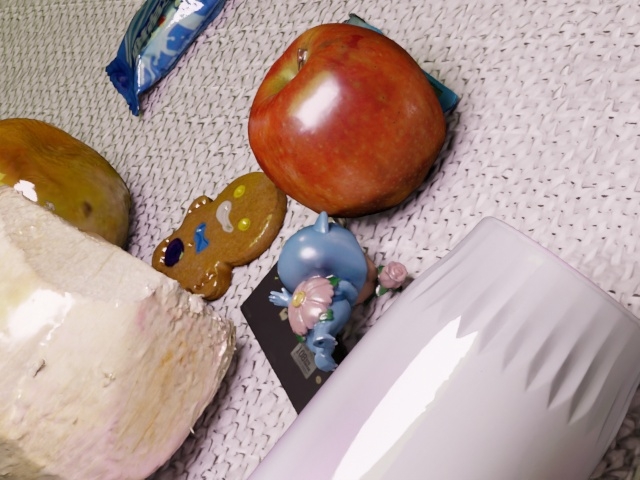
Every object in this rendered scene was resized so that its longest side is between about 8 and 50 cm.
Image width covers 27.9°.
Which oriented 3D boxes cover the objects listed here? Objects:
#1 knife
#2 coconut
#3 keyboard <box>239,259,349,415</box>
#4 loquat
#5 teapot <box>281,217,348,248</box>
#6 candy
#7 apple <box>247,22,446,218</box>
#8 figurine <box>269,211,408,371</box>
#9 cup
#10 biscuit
[{"bbox_3d":[0.095,-0.234,1.665,0.044,0.026,0.296,-42,39,-2],"label":"knife"},{"bbox_3d":[-0.344,0.155,1.572,0.404,0.404,0.404,-25,49,32],"label":"coconut"},{"bbox_3d":[-0.008,0.139,1.518,0.106,0.027,0.317,-49,40,14],"label":"keyboard"},{"bbox_3d":[-0.422,-0.035,1.869,0.276,0.284,0.276,-158,90,-79],"label":"loquat"},{"bbox_3d":[0.000,0.000,1.583,0.083,0.057,0.067,-44,37,7],"label":"teapot"},{"bbox_3d":[-0.226,-0.363,2.039,0.331,0.077,0.187,-49,38,13],"label":"candy"},{"bbox_3d":[0.033,-0.137,1.526,0.230,0.230,0.230,-25,49,32],"label":"apple"},{"bbox_3d":[0.021,0.063,1.475,0.114,0.144,0.178,113,162,-48],"label":"figurine"},{"bbox_3d":[0.121,0.181,1.183,0.371,0.253,0.253,-53,40,2],"label":"cup"},{"bbox_3d":[-0.141,-0.004,1.744,0.236,0.039,0.180,-36,43,20],"label":"biscuit"}]
